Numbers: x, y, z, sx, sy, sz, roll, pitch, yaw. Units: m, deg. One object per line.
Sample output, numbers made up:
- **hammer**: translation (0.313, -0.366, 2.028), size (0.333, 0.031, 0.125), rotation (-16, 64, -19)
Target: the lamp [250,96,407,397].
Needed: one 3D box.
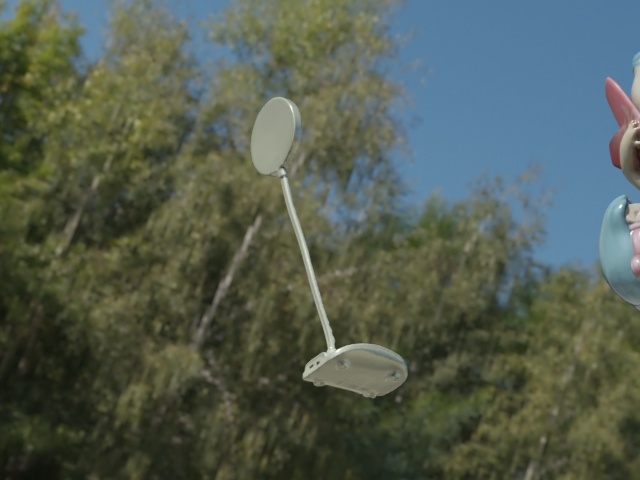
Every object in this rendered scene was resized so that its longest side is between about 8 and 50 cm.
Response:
- **lamp**: translation (0.000, 0.000, 0.816), size (0.056, 0.198, 0.050), rotation (7, -35, -32)

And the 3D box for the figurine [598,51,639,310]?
- **figurine**: translation (0.305, -0.041, 1.171), size (0.102, 0.260, 0.205), rotation (-24, -43, 36)
